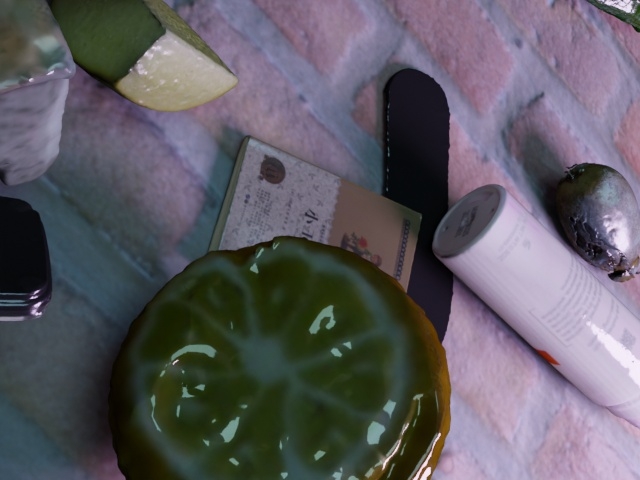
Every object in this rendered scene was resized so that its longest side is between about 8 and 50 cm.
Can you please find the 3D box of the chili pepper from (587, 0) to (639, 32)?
[{"bbox_3d":[0.338,-0.322,1.122,0.227,0.059,0.088,4,81,-30],"label":"chili pepper"}]

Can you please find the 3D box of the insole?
[{"bbox_3d":[0.091,-0.014,0.911,0.119,0.009,0.348,15,70,-31],"label":"insole"}]

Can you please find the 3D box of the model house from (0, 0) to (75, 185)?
[{"bbox_3d":[-0.358,-0.129,0.544,0.325,0.194,0.267,-25,83,-26],"label":"model house"}]

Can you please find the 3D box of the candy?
[{"bbox_3d":[-0.029,0.119,0.679,0.260,0.118,0.259,1,65,-1],"label":"candy"}]

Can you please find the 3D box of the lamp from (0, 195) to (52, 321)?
[{"bbox_3d":[-0.287,0.110,0.561,0.203,0.124,0.283,6,107,-28],"label":"lamp"}]

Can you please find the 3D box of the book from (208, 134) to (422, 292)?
[{"bbox_3d":[0.000,0.000,0.834,0.199,0.016,0.138,23,67,-23],"label":"book"}]

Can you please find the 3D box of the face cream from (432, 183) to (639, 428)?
[{"bbox_3d":[0.265,0.085,0.942,0.345,0.102,0.102,42,59,-20],"label":"face cream"}]

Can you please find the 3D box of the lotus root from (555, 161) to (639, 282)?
[{"bbox_3d":[0.323,-0.018,1.023,0.088,0.088,0.165,-43,112,-33],"label":"lotus root"}]

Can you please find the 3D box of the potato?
[{"bbox_3d":[-0.158,-0.170,0.765,0.149,0.081,0.120,52,10,26],"label":"potato"}]
